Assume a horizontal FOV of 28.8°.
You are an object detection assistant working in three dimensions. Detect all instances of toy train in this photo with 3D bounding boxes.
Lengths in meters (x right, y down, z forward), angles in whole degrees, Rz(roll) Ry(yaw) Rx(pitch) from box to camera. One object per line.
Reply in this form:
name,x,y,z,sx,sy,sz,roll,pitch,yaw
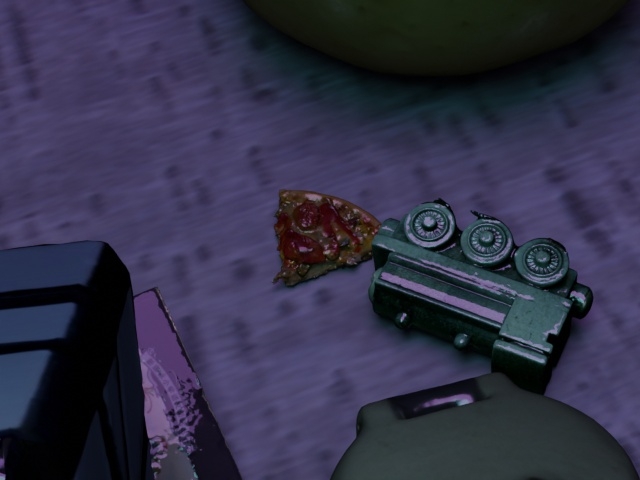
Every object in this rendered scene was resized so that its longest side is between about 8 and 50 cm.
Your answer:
toy train,0.112,0.038,0.927,0.170,0.071,0.111,20,60,19

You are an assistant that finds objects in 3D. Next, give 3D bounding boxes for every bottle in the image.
bottle,0.071,0.200,0.603,0.169,0.347,0.168,-1,51,2

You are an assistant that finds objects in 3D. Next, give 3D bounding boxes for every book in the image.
book,-0.185,0.143,0.837,0.231,0.026,0.157,-22,76,-16

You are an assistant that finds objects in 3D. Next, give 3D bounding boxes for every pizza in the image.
pizza,0.011,-0.008,0.995,0.099,0.029,0.100,0,49,1

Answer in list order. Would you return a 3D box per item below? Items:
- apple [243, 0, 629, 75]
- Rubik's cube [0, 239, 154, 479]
apple,0.096,-0.374,1.060,0.474,0.473,0.473,-1,49,2
Rubik's cube,-0.230,0.177,0.617,0.283,0.288,0.293,-4,18,-4
